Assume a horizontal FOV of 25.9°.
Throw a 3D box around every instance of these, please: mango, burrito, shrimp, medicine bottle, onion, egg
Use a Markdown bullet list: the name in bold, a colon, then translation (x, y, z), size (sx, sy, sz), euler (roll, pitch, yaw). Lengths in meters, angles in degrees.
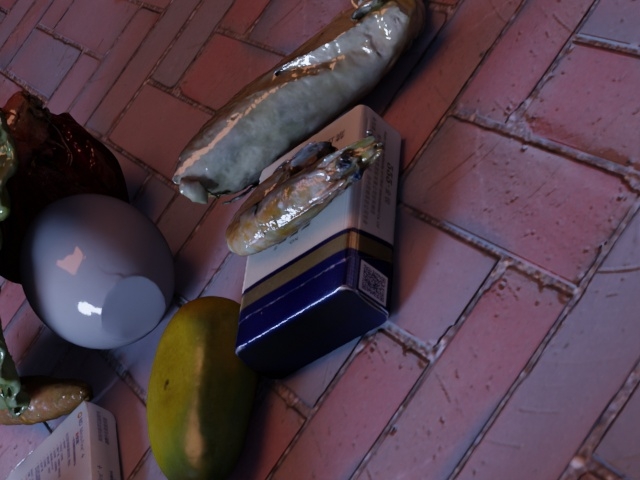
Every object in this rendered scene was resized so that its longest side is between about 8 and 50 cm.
- **mango**: translation (-0.124, 0.158, 1.417), size (0.137, 0.091, 0.237), euler (-37, 33, 42)
- **burrito**: translation (-0.016, -0.173, 1.575), size (0.347, 0.107, 0.175), euler (-42, 1, 7)
- **shrimp**: translation (-0.017, -0.059, 1.393), size (0.223, 0.047, 0.126), euler (-31, 26, 37)
- **medicine bottle**: translation (-0.294, 0.296, 1.551), size (0.171, 0.052, 0.201), euler (-45, 30, 16)
- **onion**: translation (-0.370, -0.066, 1.869), size (0.221, 0.281, 0.281), euler (-21, 34, -1)
- **egg**: translation (-0.270, 0.033, 1.656), size (0.176, 0.176, 0.232), euler (-55, 36, -2)

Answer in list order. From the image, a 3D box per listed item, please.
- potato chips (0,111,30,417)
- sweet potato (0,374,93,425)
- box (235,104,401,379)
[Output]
- **potato chips**: translation (-0.437, 0.023, 1.679), size (0.389, 0.097, 0.373), euler (9, 103, 55)
- **sweet potato**: translation (-0.374, 0.203, 1.749), size (0.314, 0.066, 0.072), euler (-4, 65, 49)
- **box**: translation (0.000, 0.000, 1.420), size (0.168, 0.071, 0.259), euler (-31, 38, 35)
